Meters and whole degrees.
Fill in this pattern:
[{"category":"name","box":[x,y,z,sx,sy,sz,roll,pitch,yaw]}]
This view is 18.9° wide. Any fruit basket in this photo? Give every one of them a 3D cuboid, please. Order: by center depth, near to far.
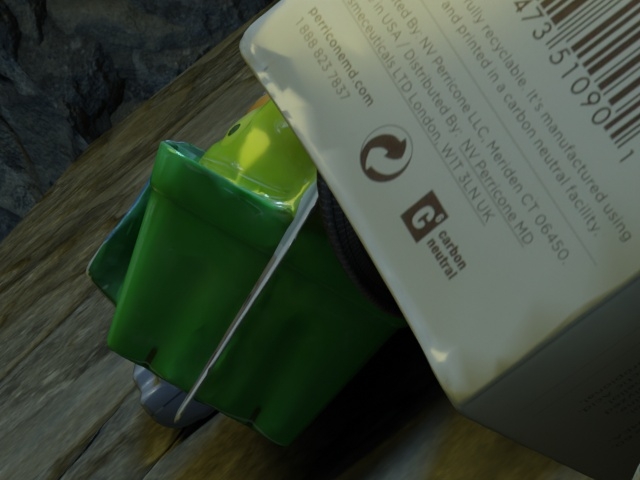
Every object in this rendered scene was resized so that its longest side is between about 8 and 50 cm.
[{"category":"fruit basket","box":[0.009,-0.077,1.038,0.327,0.165,0.353,-94,28,-87]}]

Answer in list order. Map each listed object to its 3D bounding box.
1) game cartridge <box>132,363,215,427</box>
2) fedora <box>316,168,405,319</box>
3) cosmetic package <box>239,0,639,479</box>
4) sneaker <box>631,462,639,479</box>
[{"category":"game cartridge","box":[0.000,0.000,1.305,0.294,0.060,0.196,-39,15,7]},{"category":"fedora","box":[0.114,-0.068,0.829,0.243,0.124,0.275,-71,-20,-3]},{"category":"cosmetic package","box":[0.103,-0.027,0.616,0.151,0.151,0.184,-38,-31,13]},{"category":"sneaker","box":[0.117,0.080,0.453,0.103,0.111,0.252,-34,13,31]}]
